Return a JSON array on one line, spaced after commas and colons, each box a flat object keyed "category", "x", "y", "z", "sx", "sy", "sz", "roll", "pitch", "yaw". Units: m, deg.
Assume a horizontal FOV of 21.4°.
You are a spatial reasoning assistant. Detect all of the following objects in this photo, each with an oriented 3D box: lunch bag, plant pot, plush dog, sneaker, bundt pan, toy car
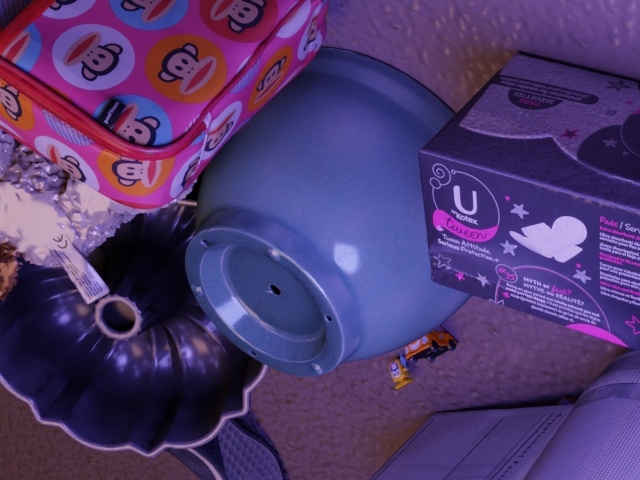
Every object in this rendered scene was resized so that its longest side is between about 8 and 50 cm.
[{"category": "lunch bag", "x": -0.154, "y": -0.190, "z": 1.409, "sx": 0.258, "sy": 0.293, "sz": 0.120, "roll": 33, "pitch": 149, "yaw": 12}, {"category": "plant pot", "x": 0.000, "y": 0.000, "z": 1.548, "sx": 0.293, "sy": 0.196, "sz": 0.293, "roll": 26, "pitch": 143, "yaw": 21}, {"category": "plush dog", "x": -0.232, "y": -0.072, "z": 1.567, "sx": 0.262, "sy": 0.225, "sz": 0.211, "roll": 22, "pitch": 117, "yaw": 5}, {"category": "sneaker", "x": -0.148, "y": 0.251, "z": 2.065, "sx": 0.163, "sy": 0.086, "sz": 0.226, "roll": 8, "pitch": 141, "yaw": 50}, {"category": "bundt pan", "x": -0.196, "y": 0.056, "z": 1.780, "sx": 0.330, "sy": 0.124, "sz": 0.331, "roll": 5, "pitch": 114, "yaw": 10}, {"category": "toy car", "x": 0.087, "y": 0.115, "z": 1.714, "sx": 0.122, "sy": 0.060, "sz": 0.041, "roll": -40, "pitch": 65, "yaw": 49}]

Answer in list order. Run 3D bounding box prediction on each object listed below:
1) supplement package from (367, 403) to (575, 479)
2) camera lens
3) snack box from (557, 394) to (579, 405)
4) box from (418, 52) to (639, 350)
[{"category": "supplement package", "x": 0.176, "y": 0.259, "z": 1.679, "sx": 0.134, "sy": 0.139, "sz": 0.244, "roll": 56, "pitch": 151, "yaw": -13}, {"category": "camera lens", "x": 0.287, "y": 0.239, "z": 1.460, "sx": 0.219, "sy": 0.274, "sz": 0.219, "roll": 26, "pitch": 143, "yaw": 22}, {"category": "snack box", "x": 0.277, "y": 0.231, "z": 1.682, "sx": 0.064, "sy": 0.022, "sz": 0.178, "roll": 17, "pitch": 138, "yaw": 35}, {"category": "box", "x": 0.226, "y": -0.031, "z": 1.325, "sx": 0.247, "sy": 0.163, "sz": 0.142, "roll": 19, "pitch": 136, "yaw": 29}]
